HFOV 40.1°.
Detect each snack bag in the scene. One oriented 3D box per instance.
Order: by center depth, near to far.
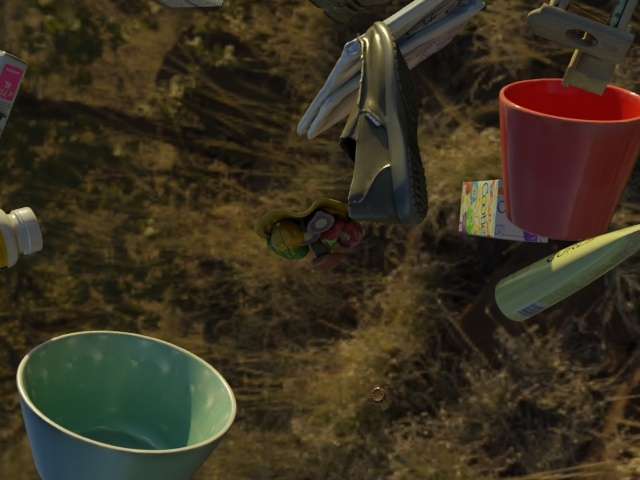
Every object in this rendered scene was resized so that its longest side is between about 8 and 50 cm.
[{"bbox_3d":[0.126,-0.292,1.318,0.037,0.323,0.342,54,162,3],"label":"snack bag"}]

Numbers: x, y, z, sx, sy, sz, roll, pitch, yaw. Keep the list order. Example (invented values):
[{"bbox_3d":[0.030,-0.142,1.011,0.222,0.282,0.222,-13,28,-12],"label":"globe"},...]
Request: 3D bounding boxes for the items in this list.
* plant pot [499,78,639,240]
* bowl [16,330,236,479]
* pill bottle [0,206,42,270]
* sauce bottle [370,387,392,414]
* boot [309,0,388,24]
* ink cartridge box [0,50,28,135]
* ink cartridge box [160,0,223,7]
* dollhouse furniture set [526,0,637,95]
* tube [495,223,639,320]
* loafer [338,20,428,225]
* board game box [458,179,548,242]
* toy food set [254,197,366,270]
[{"bbox_3d":[0.455,-0.149,1.626,0.275,0.275,0.243,-137,42,-54],"label":"plant pot"},{"bbox_3d":[-0.294,0.278,1.280,0.311,0.312,0.163,46,124,52],"label":"bowl"},{"bbox_3d":[-0.343,0.003,0.877,0.065,0.116,0.065,33,133,46],"label":"pill bottle"},{"bbox_3d":[0.159,0.413,2.231,0.128,0.042,0.042,60,-173,-55],"label":"sauce bottle"},{"bbox_3d":[0.025,-0.444,1.423,0.161,0.246,0.083,-19,56,28],"label":"boot"},{"bbox_3d":[-0.612,-0.180,1.447,0.186,0.065,0.311,25,92,29],"label":"ink cartridge box"},{"bbox_3d":[-0.230,-0.481,1.374,0.233,0.168,0.171,22,88,58],"label":"ink cartridge box"},{"bbox_3d":[0.291,-0.271,0.912,0.161,0.101,0.181,57,-123,-78],"label":"dollhouse furniture set"},{"bbox_3d":[0.309,0.029,1.054,0.240,0.062,0.070,-39,21,52],"label":"tube"},{"bbox_3d":[0.056,-0.127,0.938,0.088,0.094,0.251,-12,59,17],"label":"loafer"},{"bbox_3d":[0.463,-0.074,2.216,0.275,0.144,0.142,-165,80,-82],"label":"board game box"},{"bbox_3d":[0.000,0.000,1.319,0.128,0.218,0.071,-29,68,30],"label":"toy food set"}]
